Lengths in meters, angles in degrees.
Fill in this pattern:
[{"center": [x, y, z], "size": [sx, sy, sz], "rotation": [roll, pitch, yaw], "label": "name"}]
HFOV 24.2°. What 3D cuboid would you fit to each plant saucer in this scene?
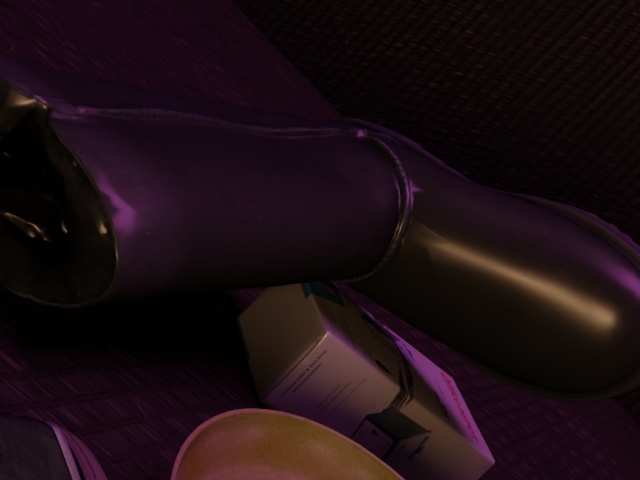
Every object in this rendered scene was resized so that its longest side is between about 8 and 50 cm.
[{"center": [0.009, 0.196, 0.803], "size": [0.241, 0.037, 0.241], "rotation": [32, 27, -19], "label": "plant saucer"}]

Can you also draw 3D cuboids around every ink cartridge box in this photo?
[{"center": [0.034, 0.119, 1.195], "size": [0.191, 0.082, 0.139], "rotation": [37, 13, -24], "label": "ink cartridge box"}]

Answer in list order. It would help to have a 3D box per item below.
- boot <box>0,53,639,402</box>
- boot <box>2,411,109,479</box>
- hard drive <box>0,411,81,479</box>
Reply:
[{"center": [-0.002, 0.000, 1.009], "size": [0.367, 0.146, 0.445], "rotation": [27, 10, 34], "label": "boot"}, {"center": [-0.155, 0.107, 0.475], "size": [0.178, 0.085, 0.236], "rotation": [38, 23, -27], "label": "boot"}, {"center": [-0.109, 0.147, 0.356], "size": [0.172, 0.054, 0.254], "rotation": [20, 45, -44], "label": "hard drive"}]
